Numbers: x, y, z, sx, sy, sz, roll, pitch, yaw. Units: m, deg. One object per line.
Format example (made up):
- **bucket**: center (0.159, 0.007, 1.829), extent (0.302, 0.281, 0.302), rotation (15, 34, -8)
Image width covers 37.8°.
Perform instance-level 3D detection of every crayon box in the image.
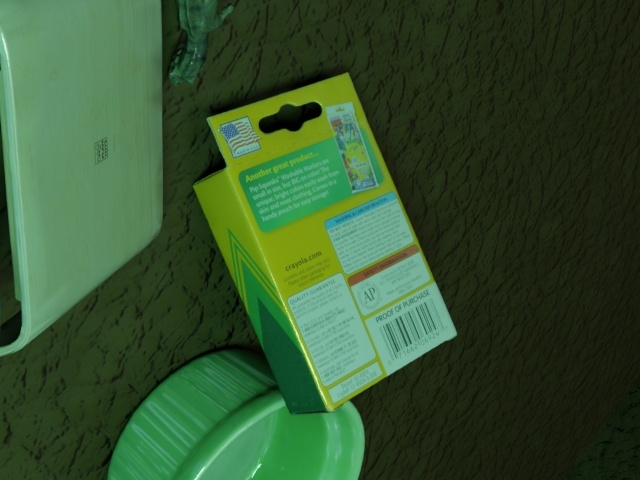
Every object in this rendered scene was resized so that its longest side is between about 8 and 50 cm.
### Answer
- **crayon box**: center (0.000, 0.000, 1.022), extent (0.203, 0.083, 0.322), rotation (-25, 94, -36)

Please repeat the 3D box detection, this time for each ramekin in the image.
- **ramekin**: center (-0.104, 0.278, 1.115), extent (0.303, 0.148, 0.303), rotation (-26, 130, -35)

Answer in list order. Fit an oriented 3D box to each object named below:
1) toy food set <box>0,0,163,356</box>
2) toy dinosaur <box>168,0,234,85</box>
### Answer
- **toy food set**: center (-0.223, -0.082, 0.777), extent (0.219, 0.093, 0.306), rotation (-50, 147, -60)
- **toy dinosaur**: center (-0.104, -0.259, 0.826), extent (0.268, 0.064, 0.118), rotation (94, 14, -49)
